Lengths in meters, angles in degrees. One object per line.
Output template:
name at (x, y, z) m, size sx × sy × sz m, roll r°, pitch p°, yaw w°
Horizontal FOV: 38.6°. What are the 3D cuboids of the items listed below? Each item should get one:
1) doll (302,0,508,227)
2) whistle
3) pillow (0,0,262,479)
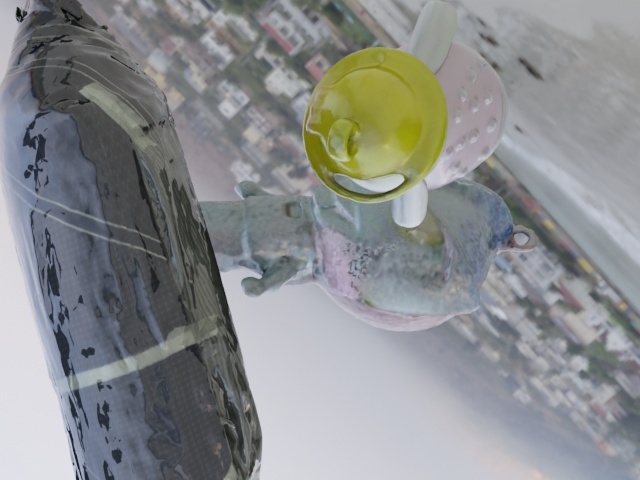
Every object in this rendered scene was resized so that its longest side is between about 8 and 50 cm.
doll at (0.049, -0.065, 0.498) m, size 0.081 × 0.129 × 0.207 m, roll 14°, pitch -162°, yaw 20°
whistle at (0.000, 0.001, 0.710) m, size 0.133 × 0.346 × 0.142 m, roll 99°, pitch 168°, yaw -68°
pillow at (-0.094, 0.036, 0.463) m, size 0.161 × 0.093 × 0.335 m, roll -168°, pitch 64°, yaw -80°
